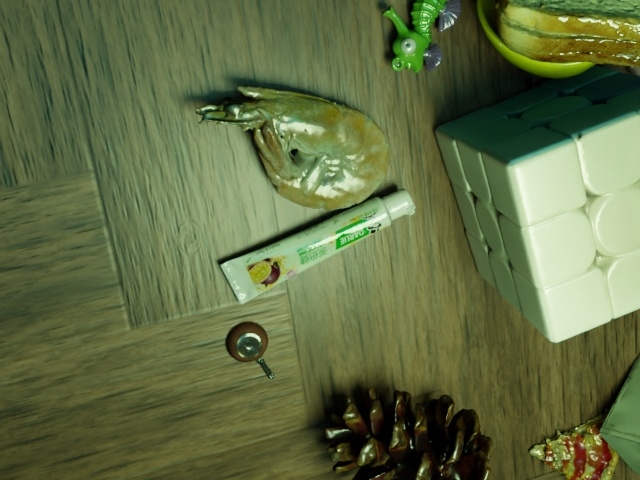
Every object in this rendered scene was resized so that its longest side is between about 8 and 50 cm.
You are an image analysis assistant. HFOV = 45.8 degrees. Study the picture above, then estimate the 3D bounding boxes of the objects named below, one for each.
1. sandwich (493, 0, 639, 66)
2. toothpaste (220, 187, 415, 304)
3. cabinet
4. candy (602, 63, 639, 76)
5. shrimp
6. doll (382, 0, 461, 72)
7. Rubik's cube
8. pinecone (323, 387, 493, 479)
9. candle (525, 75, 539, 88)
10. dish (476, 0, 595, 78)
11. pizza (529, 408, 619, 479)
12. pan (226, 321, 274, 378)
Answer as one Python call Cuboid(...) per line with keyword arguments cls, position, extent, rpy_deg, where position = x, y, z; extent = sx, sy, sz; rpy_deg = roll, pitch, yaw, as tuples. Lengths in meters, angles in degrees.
Cuboid(cls="sandwich", position=(0.385, -0.378, 1.059), extent=(0.254, 0.099, 0.288), rpy_deg=(10, 67, 16))
Cuboid(cls="toothpaste", position=(0.000, 0.000, 1.193), extent=(0.315, 0.056, 0.058), rpy_deg=(-27, 73, -6))
Cuboid(cls="cabinet", position=(0.655, 0.325, 1.412), extent=(0.145, 0.150, 0.206), rpy_deg=(46, 68, -22))
Cuboid(cls="candy", position=(0.563, -0.361, 1.243), extent=(0.256, 0.094, 0.255), rpy_deg=(-5, 106, -17))
Cuboid(cls="shrimp", position=(-0.039, -0.135, 1.128), extent=(0.317, 0.077, 0.168), rpy_deg=(10, 104, -23))
Cuboid(cls="doll", position=(0.154, -0.344, 1.144), extent=(0.115, 0.050, 0.190), rpy_deg=(21, 96, -29))
Cuboid(cls="Rubik's cube", position=(0.386, -0.069, 1.146), extent=(0.292, 0.290, 0.291), rpy_deg=(-23, 111, -3))
Cuboid(cls="pinecone", position=(0.153, 0.360, 1.244), extent=(0.309, 0.244, 0.244), rpy_deg=(23, 97, -12))
Cuboid(cls="candle", position=(0.373, -0.196, 1.268), extent=(0.026, 0.021, 0.167), rpy_deg=(-17, 111, 9))
Cuboid(cls="dish", position=(0.371, -0.344, 1.163), extent=(0.262, 0.221, 0.108), rpy_deg=(-43, 154, -11))
Cuboid(cls="pizza", position=(0.497, 0.414, 1.455), extent=(0.199, 0.062, 0.188), rpy_deg=(3, 101, -18))
Cuboid(cls="pan", position=(-0.103, 0.184, 1.221), extent=(0.068, 0.023, 0.115), rpy_deg=(-35, 112, -7))
